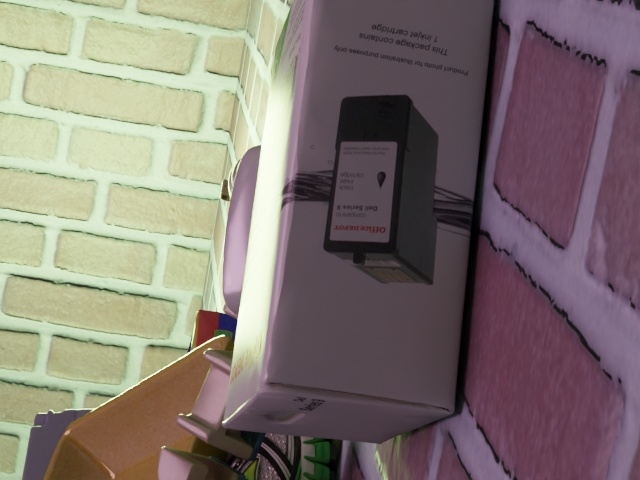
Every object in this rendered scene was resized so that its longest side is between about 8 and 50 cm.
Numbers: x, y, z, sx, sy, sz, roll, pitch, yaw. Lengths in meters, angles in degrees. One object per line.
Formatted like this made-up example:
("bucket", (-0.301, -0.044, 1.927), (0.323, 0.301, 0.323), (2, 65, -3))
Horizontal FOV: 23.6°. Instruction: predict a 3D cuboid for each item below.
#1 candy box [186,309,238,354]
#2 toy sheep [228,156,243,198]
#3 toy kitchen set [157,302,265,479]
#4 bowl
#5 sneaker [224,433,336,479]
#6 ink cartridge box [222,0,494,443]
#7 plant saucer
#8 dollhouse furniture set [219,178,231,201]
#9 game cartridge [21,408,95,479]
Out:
("candy box", (-0.115, 0.267, 1.720), (0.317, 0.122, 0.268), (115, 163, -60))
("toy sheep", (-0.071, -0.071, 1.903), (0.132, 0.091, 0.091), (113, 163, -62))
("toy kitchen set", (-0.007, 0.143, 1.197), (0.166, 0.122, 0.207), (23, 90, 40))
("bowl", (0.000, 0.000, 1.154), (0.053, 0.142, 0.142), (-15, 64, 54))
("sneaker", (-0.066, 0.237, 1.288), (0.343, 0.146, 0.134), (-89, 11, -48))
("ink cartridge box", (0.021, -0.020, 1.009), (0.211, 0.121, 0.289), (128, 150, -74))
("plant saucer", (-0.190, 0.289, 1.467), (0.332, 0.081, 0.333), (-32, 32, 46))
("dollhouse furniture set", (-0.089, -0.057, 2.101), (0.114, 0.091, 0.081), (106, -175, -61))
("game cartridge", (-0.233, 0.307, 1.942), (0.060, 0.294, 0.196), (79, -168, -50))
